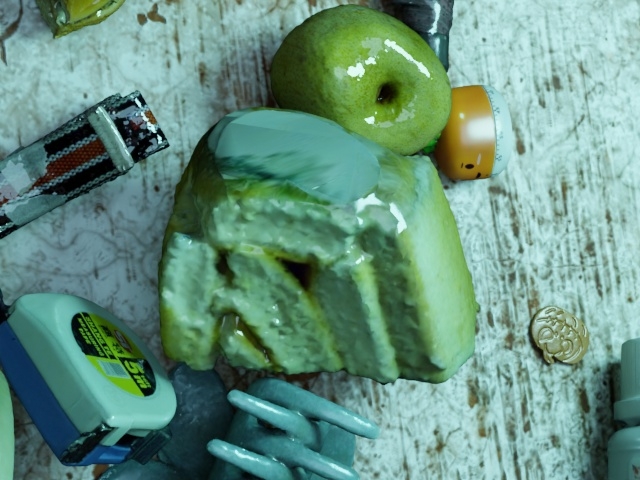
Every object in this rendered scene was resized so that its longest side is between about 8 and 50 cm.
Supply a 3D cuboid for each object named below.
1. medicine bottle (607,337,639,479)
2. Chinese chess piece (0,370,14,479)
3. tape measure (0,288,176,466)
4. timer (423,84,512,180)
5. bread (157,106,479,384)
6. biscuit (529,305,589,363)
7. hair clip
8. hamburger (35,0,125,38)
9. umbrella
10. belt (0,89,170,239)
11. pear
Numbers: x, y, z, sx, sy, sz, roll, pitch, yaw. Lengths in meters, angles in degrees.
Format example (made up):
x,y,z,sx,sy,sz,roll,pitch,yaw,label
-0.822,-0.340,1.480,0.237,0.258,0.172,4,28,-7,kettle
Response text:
x,y,z,sx,sy,sz,roll,pitch,yaw,label
0.503,0.285,1.572,0.245,0.245,0.306,5,76,-14,medicine bottle
-0.435,0.281,1.273,0.146,0.349,0.349,12,81,-29,Chinese chess piece
-0.307,0.109,1.379,0.098,0.215,0.351,-42,67,13,tape measure
0.191,-0.145,1.610,0.136,0.099,0.136,6,71,-17,timer
0.009,-0.003,1.402,0.395,0.239,0.264,5,124,0,bread
0.332,0.136,1.661,0.091,0.015,0.078,28,78,-10,biscuit
-0.090,0.320,1.419,0.392,0.238,0.318,27,76,-10,hair clip
-0.304,-0.406,1.485,0.157,0.144,0.282,-17,87,-16,hamburger
0.143,-0.376,1.630,0.090,0.094,0.326,14,75,-58,umbrella
-0.361,-0.065,1.452,0.360,0.126,0.094,-30,102,-10,belt
0.050,-0.201,1.531,0.229,0.211,0.188,27,97,-23,pear
